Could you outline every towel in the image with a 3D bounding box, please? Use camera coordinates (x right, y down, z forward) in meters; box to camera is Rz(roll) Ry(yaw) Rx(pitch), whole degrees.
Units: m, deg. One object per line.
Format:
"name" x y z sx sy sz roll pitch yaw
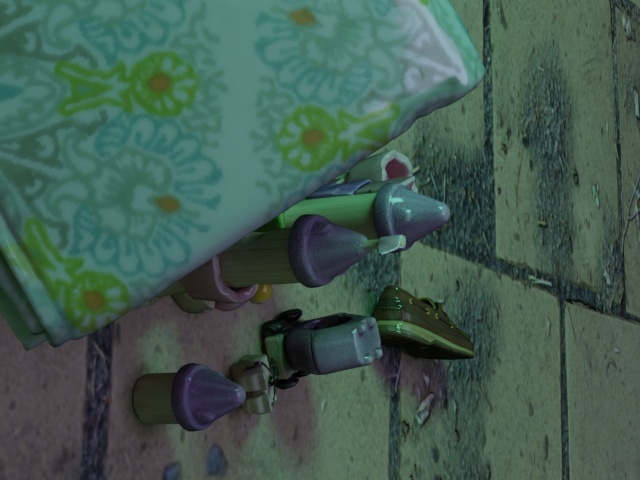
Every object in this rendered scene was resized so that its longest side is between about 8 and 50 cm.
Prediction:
"towel" -0.116 -0.150 0.963 0.374 0.090 0.320 -33 105 -13

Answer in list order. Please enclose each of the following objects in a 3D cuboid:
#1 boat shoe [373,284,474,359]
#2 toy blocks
"boat shoe" 0.115 0.091 1.582 0.178 0.064 0.060 25 66 -54
"toy blocks" 0.000 0.000 1.199 0.288 0.260 0.308 -31 112 -58
